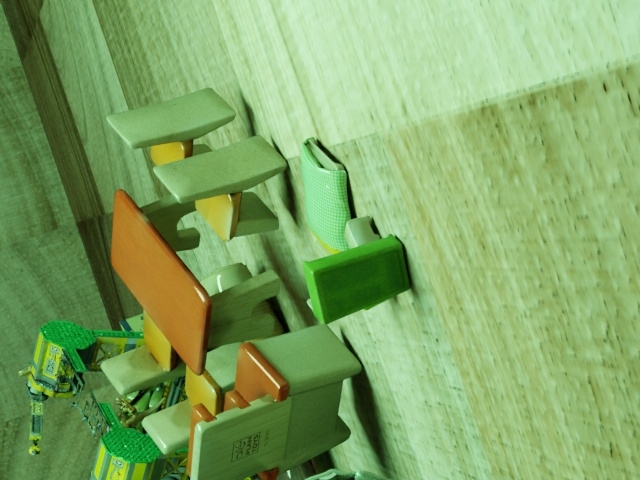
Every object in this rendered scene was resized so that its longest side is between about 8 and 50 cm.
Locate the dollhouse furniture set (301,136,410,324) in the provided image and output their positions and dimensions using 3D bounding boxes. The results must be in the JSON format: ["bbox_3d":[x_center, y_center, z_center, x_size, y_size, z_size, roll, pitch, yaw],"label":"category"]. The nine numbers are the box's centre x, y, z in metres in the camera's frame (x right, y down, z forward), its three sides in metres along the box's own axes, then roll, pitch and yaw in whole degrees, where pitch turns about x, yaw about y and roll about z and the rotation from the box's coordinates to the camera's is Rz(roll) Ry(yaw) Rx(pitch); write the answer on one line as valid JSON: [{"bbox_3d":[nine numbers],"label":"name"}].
[{"bbox_3d":[0.000,0.000,0.973,0.152,0.058,0.076,-131,25,-59],"label":"dollhouse furniture set"}]

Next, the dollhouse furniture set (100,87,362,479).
[{"bbox_3d":[-0.096,0.061,1.175,0.259,0.135,0.262,46,142,39],"label":"dollhouse furniture set"}]

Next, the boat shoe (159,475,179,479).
[{"bbox_3d":[0.012,0.358,1.080,0.500,0.156,0.187,41,169,13],"label":"boat shoe"}]

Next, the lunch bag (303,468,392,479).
[{"bbox_3d":[0.069,0.285,0.848,0.287,0.169,0.235,52,155,44],"label":"lunch bag"}]

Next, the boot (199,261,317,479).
[{"bbox_3d":[-0.078,0.136,1.425,0.248,0.090,0.207,148,105,-73],"label":"boot"}]

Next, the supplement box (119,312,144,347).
[{"bbox_3d":[-0.193,0.121,1.909,0.083,0.083,0.056,-143,36,-68],"label":"supplement box"}]

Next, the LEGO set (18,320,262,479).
[{"bbox_3d":[-0.194,0.241,1.693,0.331,0.255,0.192,41,122,45],"label":"LEGO set"}]
